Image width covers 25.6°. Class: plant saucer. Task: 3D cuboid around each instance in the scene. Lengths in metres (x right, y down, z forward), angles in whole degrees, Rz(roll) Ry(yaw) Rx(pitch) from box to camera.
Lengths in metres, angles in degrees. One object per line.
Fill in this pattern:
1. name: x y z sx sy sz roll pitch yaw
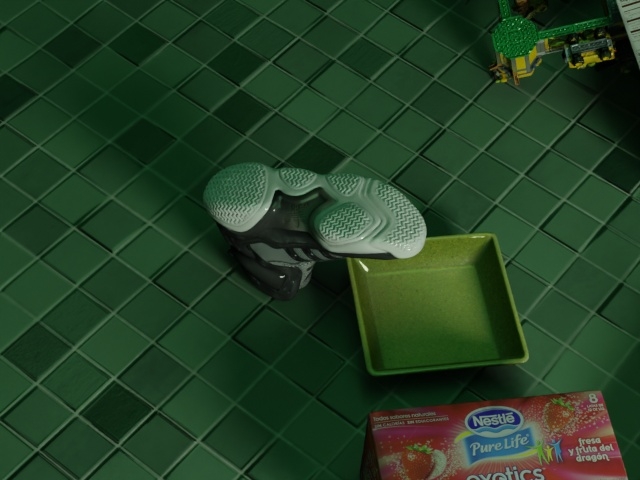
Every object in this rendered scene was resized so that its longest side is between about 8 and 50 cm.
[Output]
1. plant saucer: 0.131 0.083 1.655 0.188 0.045 0.188 -4 53 -8

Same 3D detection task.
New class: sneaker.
1. sneaker: 0.000 0.000 1.635 0.269 0.153 0.101 12 52 20

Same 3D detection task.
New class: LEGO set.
1. LEGO set: 0.325 -0.347 1.943 0.255 0.192 0.331 -19 69 5

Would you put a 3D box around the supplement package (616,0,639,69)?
1. supplement package: 0.500 -0.268 1.791 0.149 0.203 0.194 -13 15 36

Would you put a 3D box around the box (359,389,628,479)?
1. box: 0.177 0.249 1.480 0.257 0.128 0.122 -5 53 -7
